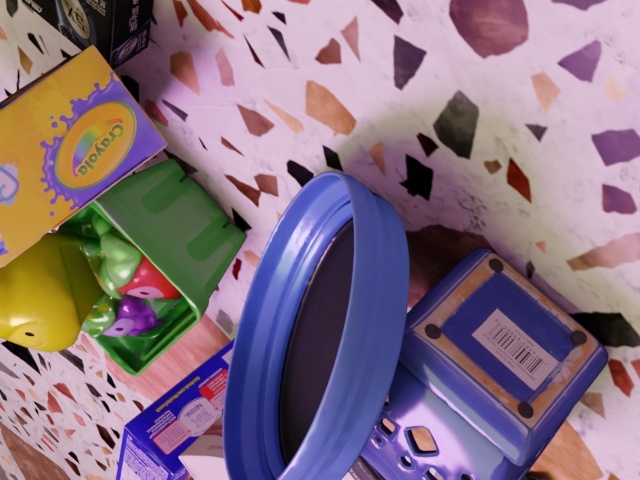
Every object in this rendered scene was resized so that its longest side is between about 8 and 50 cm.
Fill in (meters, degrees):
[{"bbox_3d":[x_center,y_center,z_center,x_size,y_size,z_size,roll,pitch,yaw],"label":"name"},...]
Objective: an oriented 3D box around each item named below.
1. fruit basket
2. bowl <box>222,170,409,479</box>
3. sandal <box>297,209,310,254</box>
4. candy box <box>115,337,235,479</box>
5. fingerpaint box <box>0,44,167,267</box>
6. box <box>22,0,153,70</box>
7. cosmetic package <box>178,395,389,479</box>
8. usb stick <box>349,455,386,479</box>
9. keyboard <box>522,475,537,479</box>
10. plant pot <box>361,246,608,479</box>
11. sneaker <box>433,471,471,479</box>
[{"bbox_3d":[-0.339,0.076,1.720,0.283,0.392,0.392,47,147,-1],"label":"fruit basket"},{"bbox_3d":[-0.010,0.115,1.346,0.077,0.391,0.391,17,153,-19],"label":"bowl"},{"bbox_3d":[0.000,0.000,1.533,0.049,0.072,0.180,13,133,12],"label":"sandal"},{"bbox_3d":[-0.201,0.332,1.915,0.122,0.268,0.317,43,148,15],"label":"candy box"},{"bbox_3d":[-0.450,-0.064,1.526,0.163,0.445,0.371,54,171,-15],"label":"fingerpaint box"},{"bbox_3d":[-0.311,-0.338,1.525,0.180,0.077,0.147,40,147,12],"label":"box"},{"bbox_3d":[-0.031,0.252,1.605,0.153,0.296,0.129,-12,116,53],"label":"cosmetic package"},{"bbox_3d":[0.044,0.326,1.827,0.278,0.045,0.077,52,146,-6],"label":"usb stick"},{"bbox_3d":[0.340,0.393,1.576,0.192,0.038,0.100,55,170,-12],"label":"keyboard"},{"bbox_3d":[0.178,0.165,1.341,0.236,0.236,0.212,42,141,12],"label":"plant pot"},{"bbox_3d":[0.215,0.478,1.647,0.147,0.104,0.296,14,101,38],"label":"sneaker"}]
